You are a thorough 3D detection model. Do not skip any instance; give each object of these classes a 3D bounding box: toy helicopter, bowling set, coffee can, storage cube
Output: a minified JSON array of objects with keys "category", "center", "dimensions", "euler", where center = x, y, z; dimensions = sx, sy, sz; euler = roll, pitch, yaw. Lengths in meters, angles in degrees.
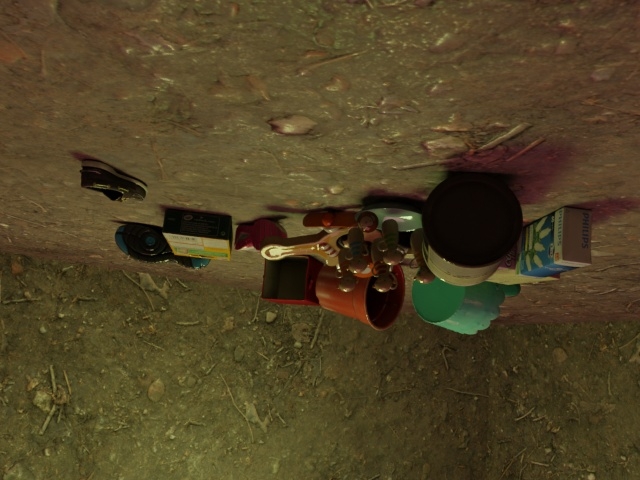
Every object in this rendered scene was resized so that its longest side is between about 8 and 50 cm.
[{"category":"toy helicopter","center":[0.000,0.000,1.747],"dimensions":[0.355,0.140,0.235],"euler":[-6,145,3]},{"category":"bowling set","center":[0.133,0.035,1.554],"dimensions":[0.287,0.154,0.200],"euler":[-17,146,24]},{"category":"coffee can","center":[0.329,-0.014,1.378],"dimensions":[0.202,0.201,0.275],"euler":[4,168,10]},{"category":"storage cube","center":[-0.111,0.163,2.494],"dimensions":[0.215,0.183,0.193],"euler":[1,169,20]}]

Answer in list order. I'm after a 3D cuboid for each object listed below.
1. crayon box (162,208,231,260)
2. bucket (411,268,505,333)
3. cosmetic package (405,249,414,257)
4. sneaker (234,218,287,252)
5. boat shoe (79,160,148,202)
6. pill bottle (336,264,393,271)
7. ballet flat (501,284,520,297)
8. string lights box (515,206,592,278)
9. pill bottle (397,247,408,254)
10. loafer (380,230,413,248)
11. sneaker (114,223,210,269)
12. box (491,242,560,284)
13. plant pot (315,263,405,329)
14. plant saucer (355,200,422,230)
[{"category":"crayon box","center":[-0.395,-0.012,2.019],"dimensions":[0.203,0.083,0.323],"euler":[7,165,-6]},{"category":"bucket","center":[0.458,0.175,2.082],"dimensions":[0.183,0.281,0.281],"euler":[16,164,-36]},{"category":"cosmetic package","center":[0.302,0.033,2.010],"dimensions":[0.115,0.041,0.060],"euler":[-1,166,30]},{"category":"sneaker","center":[-0.169,-0.010,1.933],"dimensions":[0.111,0.102,0.252],"euler":[9,175,-36]},{"category":"boat shoe","center":[-0.523,-0.134,1.552],"dimensions":[0.081,0.068,0.228],"euler":[1,167,22]},{"category":"pill bottle","center":[0.150,0.058,2.042],"dimensions":[0.180,0.107,0.108],"euler":[3,168,15]},{"category":"ballet flat","center":[0.610,0.147,2.314],"dimensions":[0.281,0.095,0.096],"euler":[15,179,8]},{"category":"string lights box","center":[0.584,0.013,1.547],"dimensions":[0.077,0.133,0.259],"euler":[8,168,-5]},{"category":"pill bottle","center":[0.240,0.021,1.927],"dimensions":[0.065,0.065,0.116],"euler":[8,169,-7]},{"category":"loafer","center":[0.251,-0.006,1.750],"dimensions":[0.220,0.080,0.078],"euler":[14,166,-33]},{"category":"sneaker","center":[-0.569,0.025,2.212],"dimensions":[0.341,0.125,0.140],"euler":[18,-176,-17]},{"category":"box","center":[0.531,0.048,1.787],"dimensions":[0.243,0.117,0.213],"euler":[10,168,-23]},{"category":"plant pot","center":[0.143,0.188,2.356],"dimensions":[0.265,0.272,0.272],"euler":[6,171,40]},{"category":"plant saucer","center":[0.187,-0.068,1.582],"dimensions":[0.195,0.037,0.195],"euler":[6,166,2]}]
